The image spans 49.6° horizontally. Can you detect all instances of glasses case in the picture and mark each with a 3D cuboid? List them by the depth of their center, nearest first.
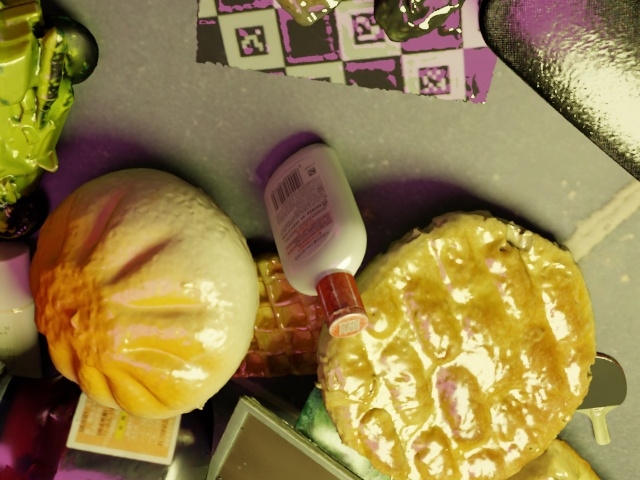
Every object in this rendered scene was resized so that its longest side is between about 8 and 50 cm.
[{"bbox_3d":[0.288,-0.151,0.649,0.321,0.082,0.122,35,116,-16],"label":"glasses case"}]

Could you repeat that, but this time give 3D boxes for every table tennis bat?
[{"bbox_3d":[0.359,0.210,0.909,0.087,0.013,0.156,-12,118,18],"label":"table tennis bat"}]

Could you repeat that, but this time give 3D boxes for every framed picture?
[{"bbox_3d":[-0.035,0.319,0.859,0.231,0.018,0.293,34,138,7],"label":"framed picture"}]

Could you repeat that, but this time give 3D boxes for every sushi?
[{"bbox_3d":[0.032,-0.287,0.628,0.320,0.069,0.339,11,123,4],"label":"sushi"}]

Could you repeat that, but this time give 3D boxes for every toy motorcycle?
[{"bbox_3d":[-0.383,-0.124,0.773,0.142,0.206,0.342,54,128,27],"label":"toy motorcycle"}]

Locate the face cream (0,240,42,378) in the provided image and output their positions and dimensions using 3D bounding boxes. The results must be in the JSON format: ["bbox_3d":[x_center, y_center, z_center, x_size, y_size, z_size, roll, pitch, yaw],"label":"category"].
[{"bbox_3d":[-0.492,0.137,0.998,0.173,0.081,0.349,10,123,0],"label":"face cream"}]

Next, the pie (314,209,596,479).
[{"bbox_3d":[0.159,0.128,0.778,0.339,0.083,0.340,-3,99,-16],"label":"pie"}]

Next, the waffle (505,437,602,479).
[{"bbox_3d":[0.262,0.423,0.995,0.348,0.077,0.304,-33,121,29],"label":"waffle"}]

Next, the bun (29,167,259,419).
[{"bbox_3d":[-0.222,0.070,0.790,0.299,0.165,0.299,6,103,30],"label":"bun"}]

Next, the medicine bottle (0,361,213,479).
[{"bbox_3d":[-0.357,0.260,0.918,0.395,0.242,0.242,18,125,-17],"label":"medicine bottle"}]

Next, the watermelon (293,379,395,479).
[{"bbox_3d":[0.037,0.238,0.911,0.201,0.213,0.262,-8,119,41],"label":"watermelon"}]

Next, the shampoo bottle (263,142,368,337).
[{"bbox_3d":[0.000,0.000,0.732,0.108,0.221,0.051,-38,139,24],"label":"shampoo bottle"}]

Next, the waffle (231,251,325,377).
[{"bbox_3d":[-0.096,0.078,0.892,0.229,0.057,0.219,-7,120,18],"label":"waffle"}]
